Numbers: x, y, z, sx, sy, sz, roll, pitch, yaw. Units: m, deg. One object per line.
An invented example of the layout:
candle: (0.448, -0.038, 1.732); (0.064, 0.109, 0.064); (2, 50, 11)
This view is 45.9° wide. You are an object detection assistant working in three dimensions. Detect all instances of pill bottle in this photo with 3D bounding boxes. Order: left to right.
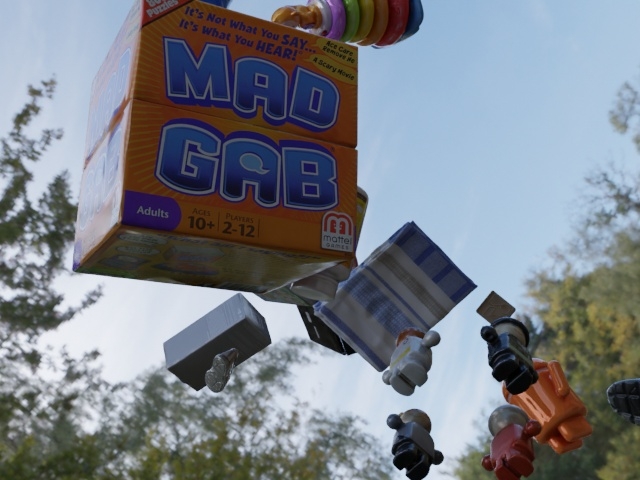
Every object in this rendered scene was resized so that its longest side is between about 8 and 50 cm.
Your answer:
pill bottle: (0.012, -0.001, 1.402); (0.117, 0.117, 0.215); (41, -120, -57)

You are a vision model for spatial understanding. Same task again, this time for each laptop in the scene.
laptop: (0.059, 0.199, 2.184); (0.136, 0.264, 0.234); (-35, -61, -28)

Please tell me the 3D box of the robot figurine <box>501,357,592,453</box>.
robot figurine: (0.468, 0.337, 1.583); (0.128, 0.219, 0.158); (-33, -39, -2)

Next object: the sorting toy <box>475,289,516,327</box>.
sorting toy: (0.339, 0.149, 1.495); (0.083, 0.062, 0.012); (-49, -6, -9)

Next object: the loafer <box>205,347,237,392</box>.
loafer: (-0.174, 0.234, 1.353); (0.039, 0.045, 0.125); (-35, -16, -36)

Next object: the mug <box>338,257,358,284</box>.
mug: (0.037, 0.109, 2.403); (0.150, 0.169, 0.113); (67, -160, -50)

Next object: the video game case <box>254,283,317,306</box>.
video game case: (-0.143, 0.129, 2.096); (0.212, 0.193, 0.023); (39, -118, -46)

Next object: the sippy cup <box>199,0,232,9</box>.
sippy cup: (-0.247, -0.560, 1.523); (0.305, 0.240, 0.224); (52, -138, -50)

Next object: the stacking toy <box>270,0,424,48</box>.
stacking toy: (0.034, -0.432, 1.425); (0.302, 0.175, 0.165); (-22, -86, -35)

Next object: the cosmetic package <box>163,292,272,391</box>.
cosmetic package: (-0.253, 0.251, 1.847); (0.238, 0.107, 0.127); (-30, -49, 9)

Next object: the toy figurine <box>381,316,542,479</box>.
toy figurine: (0.192, 0.214, 1.031); (0.148, 0.209, 0.213); (-59, -36, -69)

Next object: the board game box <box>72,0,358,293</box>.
board game box: (-0.178, -0.129, 1.239); (0.356, 0.356, 0.356); (9, -106, -26)

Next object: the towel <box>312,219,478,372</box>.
towel: (0.151, 0.120, 1.555); (0.285, 0.209, 0.034); (-44, 8, 13)

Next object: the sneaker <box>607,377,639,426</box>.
sneaker: (0.681, 0.296, 1.425); (0.106, 0.267, 0.101); (-21, -81, -44)
